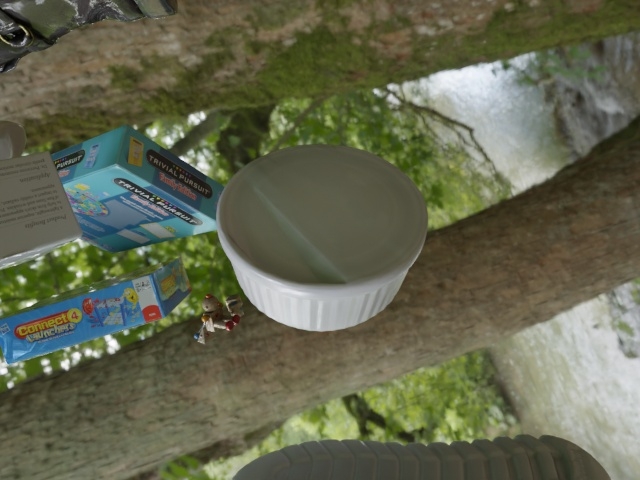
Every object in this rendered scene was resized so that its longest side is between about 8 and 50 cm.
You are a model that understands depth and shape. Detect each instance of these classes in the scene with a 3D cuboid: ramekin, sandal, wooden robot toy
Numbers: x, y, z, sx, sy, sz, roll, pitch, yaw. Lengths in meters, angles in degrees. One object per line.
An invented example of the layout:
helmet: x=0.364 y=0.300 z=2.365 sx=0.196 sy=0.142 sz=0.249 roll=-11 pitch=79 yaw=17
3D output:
ramekin: x=0.000 y=0.000 z=0.842 sx=0.127 sy=0.273 sz=0.272 roll=94 pitch=162 yaw=-47
sandal: x=0.108 y=0.294 z=0.661 sx=0.169 sy=0.416 sz=0.102 roll=-102 pitch=11 yaw=-74
wooden robot toy: x=-0.213 y=0.144 z=1.315 sx=0.173 sy=0.076 sz=0.079 roll=-45 pitch=-56 yaw=-56

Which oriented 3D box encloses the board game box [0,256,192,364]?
board game box: x=-0.441 y=0.131 z=1.274 sx=0.308 sy=0.302 sz=0.086 roll=-127 pitch=20 yaw=-85

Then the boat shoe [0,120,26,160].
boat shoe: x=-0.806 y=-0.201 z=1.369 sx=0.340 sy=0.158 sz=0.127 roll=-70 pitch=-4 yaw=-66

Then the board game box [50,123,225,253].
board game box: x=-0.371 y=-0.078 z=1.148 sx=0.254 sy=0.336 sz=0.079 roll=33 pitch=-126 yaw=-47

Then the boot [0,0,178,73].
boot: x=-0.263 y=-0.233 z=0.520 sx=0.263 sy=0.229 sz=0.091 roll=63 pitch=-166 yaw=-70

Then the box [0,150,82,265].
box: x=-0.435 y=-0.018 z=0.783 sx=0.182 sy=0.181 sz=0.119 roll=-16 pitch=95 yaw=44
